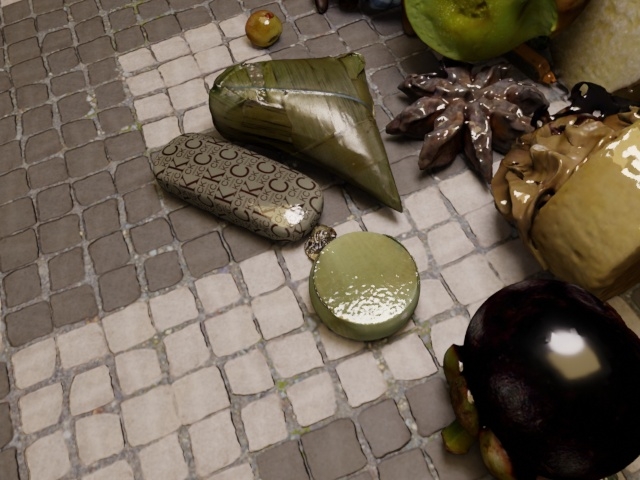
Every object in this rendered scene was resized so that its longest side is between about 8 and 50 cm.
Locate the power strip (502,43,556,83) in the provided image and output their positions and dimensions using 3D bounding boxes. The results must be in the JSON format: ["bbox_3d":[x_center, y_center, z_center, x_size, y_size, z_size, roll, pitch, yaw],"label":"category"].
[{"bbox_3d":[0.435,-0.387,1.235,0.028,0.049,0.178,-34,62,-8],"label":"power strip"}]

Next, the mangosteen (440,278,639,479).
[{"bbox_3d":[0.291,0.204,0.795,0.302,0.275,0.275,-41,58,18],"label":"mangosteen"}]

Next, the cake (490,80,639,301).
[{"bbox_3d":[0.436,-0.105,0.907,0.332,0.332,0.321,-30,62,-12],"label":"cake"}]

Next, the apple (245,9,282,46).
[{"bbox_3d":[-0.130,-0.485,1.330,0.084,0.084,0.071,-37,80,-16],"label":"apple"}]

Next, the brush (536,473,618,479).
[{"bbox_3d":[0.254,0.356,0.796,0.323,0.070,0.051,-12,60,-5],"label":"brush"}]

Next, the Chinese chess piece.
[{"bbox_3d":[0.074,0.076,0.975,0.188,0.083,0.189,-1,58,1],"label":"Chinese chess piece"}]

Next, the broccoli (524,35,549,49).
[{"bbox_3d":[0.454,-0.457,1.252,0.095,0.092,0.097,-19,85,-9],"label":"broccoli"}]

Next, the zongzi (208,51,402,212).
[{"bbox_3d":[-0.030,-0.183,1.089,0.322,0.160,0.361,-11,65,-11],"label":"zongzi"}]

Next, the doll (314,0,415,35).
[{"bbox_3d":[0.152,-0.635,1.308,0.339,0.318,0.209,22,40,4],"label":"doll"}]

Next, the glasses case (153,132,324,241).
[{"bbox_3d":[-0.159,-0.107,1.101,0.354,0.085,0.137,24,61,19],"label":"glasses case"}]

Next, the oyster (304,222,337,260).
[{"bbox_3d":[-0.002,0.003,1.058,0.054,0.019,0.083,13,61,13],"label":"oyster"}]

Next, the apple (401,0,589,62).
[{"bbox_3d":[0.336,-0.511,1.036,0.373,0.384,0.374,9,18,-3],"label":"apple"}]

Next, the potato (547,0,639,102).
[{"bbox_3d":[0.638,-0.407,1.136,0.237,0.300,0.289,-13,91,-26],"label":"potato"}]

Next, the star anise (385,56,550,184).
[{"bbox_3d":[0.287,-0.253,1.130,0.331,0.118,0.332,-5,56,8],"label":"star anise"}]
